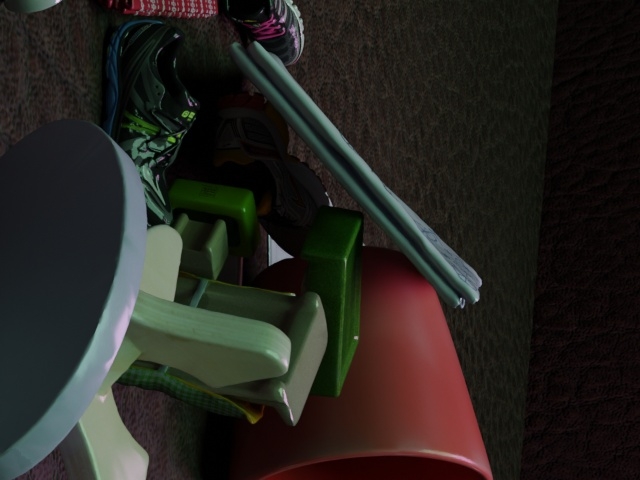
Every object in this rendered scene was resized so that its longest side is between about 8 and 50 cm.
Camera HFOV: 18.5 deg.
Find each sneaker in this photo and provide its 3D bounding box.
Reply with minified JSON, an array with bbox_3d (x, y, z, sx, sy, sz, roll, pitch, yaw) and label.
[{"bbox_3d":[-0.060,-0.050,2.016,0.225,0.088,0.093,57,37,-45],"label":"sneaker"},{"bbox_3d":[-0.144,-0.100,1.703,0.067,0.078,0.188,13,75,-72],"label":"sneaker"},{"bbox_3d":[-0.066,-0.239,2.034,0.075,0.063,0.170,-76,153,-45],"label":"sneaker"}]

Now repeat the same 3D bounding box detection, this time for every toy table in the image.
[{"bbox_3d":[-0.167,0.070,1.364,0.161,0.252,0.274,46,53,-44],"label":"toy table"}]

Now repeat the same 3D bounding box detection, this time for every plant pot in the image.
[{"bbox_3d":[0.030,0.154,2.016,0.275,0.275,0.243,58,23,-61],"label":"plant pot"}]

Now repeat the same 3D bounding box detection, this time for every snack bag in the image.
[{"bbox_3d":[0.042,-0.064,1.916,0.323,0.037,0.342,48,4,2],"label":"snack bag"}]

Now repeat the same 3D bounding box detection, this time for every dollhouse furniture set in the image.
[{"bbox_3d":[-0.088,0.094,1.707,0.301,0.197,0.151,-66,163,-56],"label":"dollhouse furniture set"}]

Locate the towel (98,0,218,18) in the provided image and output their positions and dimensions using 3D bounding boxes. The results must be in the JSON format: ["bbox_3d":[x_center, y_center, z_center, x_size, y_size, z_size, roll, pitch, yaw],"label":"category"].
[{"bbox_3d":[-0.153,-0.302,1.790,0.275,0.031,0.199,-20,106,-76],"label":"towel"}]

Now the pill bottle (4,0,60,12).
[{"bbox_3d":[-0.225,-0.232,1.448,0.067,0.067,0.120,-70,154,-53],"label":"pill bottle"}]

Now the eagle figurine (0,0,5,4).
[{"bbox_3d":[-0.184,-0.293,1.236,0.298,0.226,0.225,79,-7,-76],"label":"eagle figurine"}]

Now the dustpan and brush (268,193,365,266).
[{"bbox_3d":[0.000,0.000,2.242,0.211,0.060,0.147,24,65,-73],"label":"dustpan and brush"}]
